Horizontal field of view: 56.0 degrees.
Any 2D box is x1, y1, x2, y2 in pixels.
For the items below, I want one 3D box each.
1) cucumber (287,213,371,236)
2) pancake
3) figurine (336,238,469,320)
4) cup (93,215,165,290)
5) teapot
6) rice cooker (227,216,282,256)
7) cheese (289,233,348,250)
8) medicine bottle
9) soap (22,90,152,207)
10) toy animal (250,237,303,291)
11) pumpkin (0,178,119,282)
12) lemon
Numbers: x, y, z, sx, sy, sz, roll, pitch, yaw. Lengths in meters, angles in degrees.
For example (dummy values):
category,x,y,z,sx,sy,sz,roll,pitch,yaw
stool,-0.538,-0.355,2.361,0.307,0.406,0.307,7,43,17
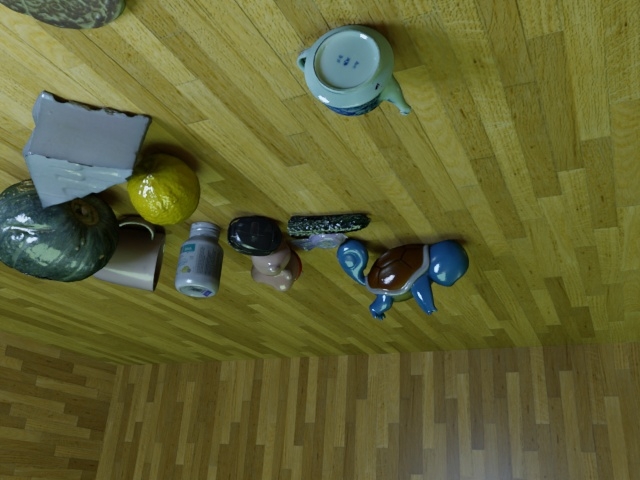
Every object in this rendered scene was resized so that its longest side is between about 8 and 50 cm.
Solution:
category,x,y,z,sx,sy,sz,roll,pitch,yaw
cucumber,0.029,-0.046,1.770,0.245,0.067,0.067,-2,156,9
pancake,-0.445,-0.431,0.987,0.250,0.031,0.250,4,156,2
figurine,0.263,0.108,1.936,0.416,0.243,0.298,1,-160,13
cup,-0.612,0.029,1.921,0.200,0.191,0.253,11,126,-9
teapot,0.056,-0.295,1.098,0.232,0.159,0.159,26,162,17
rice cooker,-0.200,-0.011,1.821,0.165,0.112,0.106,9,162,-10
cheese,0.000,0.000,1.903,0.191,0.042,0.105,-13,150,39
medicine bottle,-0.371,0.057,1.871,0.135,0.215,0.135,3,157,1
soap,-0.542,-0.185,1.426,0.257,0.159,0.302,7,158,-14
toy animal,-0.149,0.074,1.965,0.171,0.171,0.198,-2,152,14
pumpkin,-0.734,-0.034,1.655,0.257,0.291,0.327,-38,128,19
lemon,-0.392,-0.126,1.507,0.180,0.181,0.193,-7,176,23
